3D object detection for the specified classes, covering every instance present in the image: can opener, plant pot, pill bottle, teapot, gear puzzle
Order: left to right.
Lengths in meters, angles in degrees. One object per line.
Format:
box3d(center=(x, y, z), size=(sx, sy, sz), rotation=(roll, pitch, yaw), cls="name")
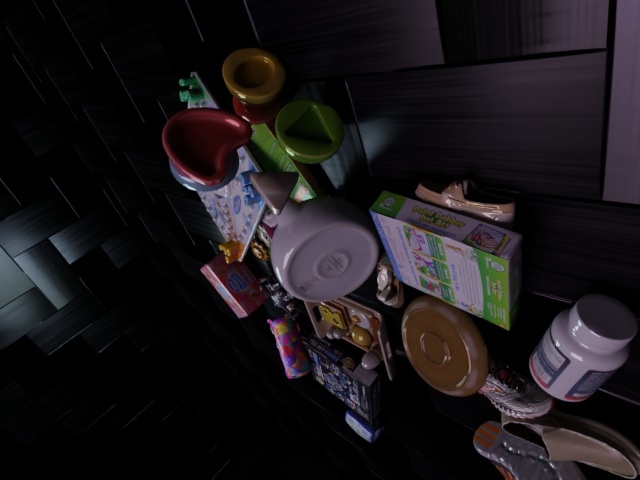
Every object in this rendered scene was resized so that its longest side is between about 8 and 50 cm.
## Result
box3d(center=(-0.179, -0.112, 1.145), size=(0.280, 0.074, 0.093), rotation=(32, -175, 36), cls="can opener")
box3d(center=(-0.143, 0.023, 1.296), size=(0.338, 0.044, 0.176), rotation=(-5, 121, 55), cls="gear puzzle")
box3d(center=(0.000, 0.000, 0.924), size=(0.187, 0.252, 0.256), rotation=(-119, 30, -49), cls="teapot")
box3d(center=(0.262, 0.238, 0.929), size=(0.236, 0.032, 0.237), rotation=(25, 122, 50), cls="plant pot")
box3d(center=(0.414, 0.169, 0.659), size=(0.107, 0.108, 0.180), rotation=(31, 146, 28), cls="pill bottle")

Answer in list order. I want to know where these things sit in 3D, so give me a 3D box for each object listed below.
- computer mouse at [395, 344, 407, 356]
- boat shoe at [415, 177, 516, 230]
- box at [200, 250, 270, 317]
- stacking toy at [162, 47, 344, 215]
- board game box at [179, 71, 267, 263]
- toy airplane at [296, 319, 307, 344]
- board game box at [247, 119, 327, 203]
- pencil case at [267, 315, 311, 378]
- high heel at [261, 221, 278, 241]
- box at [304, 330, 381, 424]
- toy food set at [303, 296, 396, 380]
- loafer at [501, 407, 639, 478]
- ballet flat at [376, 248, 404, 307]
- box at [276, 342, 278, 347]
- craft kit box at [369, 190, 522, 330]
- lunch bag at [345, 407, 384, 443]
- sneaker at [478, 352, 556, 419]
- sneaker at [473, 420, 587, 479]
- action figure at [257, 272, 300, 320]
box3d(center=(0.243, 0.263, 1.062), size=(0.106, 0.042, 0.193), rotation=(30, 146, 32), cls="computer mouse")
box3d(center=(0.235, -0.072, 0.675), size=(0.170, 0.063, 0.059), rotation=(28, 132, 32), cls="boat shoe")
box3d(center=(-0.334, 0.165, 1.633), size=(0.257, 0.128, 0.122), rotation=(53, 150, -6), cls="box")
box3d(center=(-0.122, -0.185, 0.808), size=(0.279, 0.309, 0.130), rotation=(35, 157, 4), cls="stacking toy")
box3d(center=(-0.293, -0.175, 1.140), size=(0.390, 0.050, 0.390), rotation=(56, 147, 14), cls="board game box")
box3d(center=(-0.082, 0.376, 1.642), size=(0.151, 0.028, 0.151), rotation=(33, 145, 26), cls="toy airplane")
box3d(center=(-0.082, -0.169, 1.001), size=(0.260, 0.039, 0.124), rotation=(56, 149, -9), cls="board game box")
box3d(center=(-0.117, 0.397, 1.562), size=(0.237, 0.104, 0.104), rotation=(66, 155, 17), cls="pencil case")
box3d(center=(-0.051, 0.005, 1.109), size=(0.244, 0.117, 0.082), rotation=(49, -178, 14), cls="high heel")
box3d(center=(0.085, 0.502, 1.522), size=(0.293, 0.073, 0.296), rotation=(29, 145, 33), cls="box")
box3d(center=(0.082, 0.276, 1.242), size=(0.306, 0.092, 0.220), rotation=(19, 139, 41), cls="toy food set")
box3d(center=(0.494, 0.405, 0.841), size=(0.268, 0.092, 0.102), rotation=(11, 134, 47), cls="loafer")
box3d(center=(0.155, 0.102, 0.966), size=(0.073, 0.067, 0.206), rotation=(23, 143, 33), cls="ballet flat")
box3d(center=(-0.146, 0.507, 1.882), size=(0.136, 0.028, 0.081), rotation=(51, 151, 1), cls="box")
box3d(center=(0.228, 0.038, 0.748), size=(0.246, 0.061, 0.250), rotation=(28, 160, 37), cls="craft kit box")
box3d(center=(0.167, 0.705, 1.605), size=(0.128, 0.096, 0.151), rotation=(30, 168, 29), cls="lunch bag")
box3d(center=(0.374, 0.297, 0.883), size=(0.225, 0.088, 0.093), rotation=(13, 130, 44), cls="sneaker")
box3d(center=(0.510, 0.543, 0.947), size=(0.180, 0.124, 0.321), rotation=(47, 172, -10), cls="sneaker")
box3d(center=(-0.131, 0.179, 1.413), size=(0.185, 0.099, 0.285), rotation=(39, 153, 5), cls="action figure")
